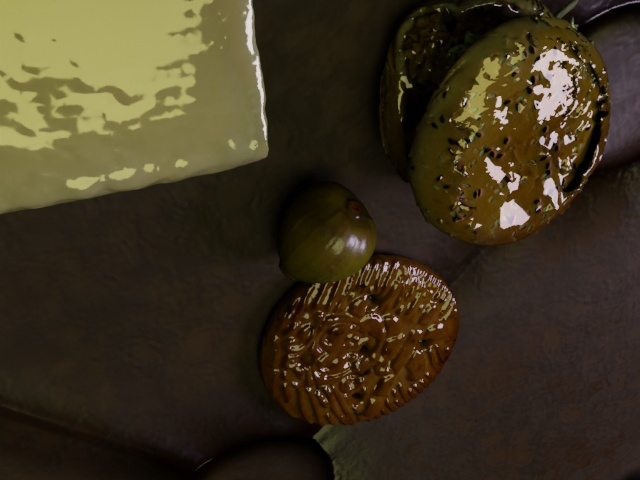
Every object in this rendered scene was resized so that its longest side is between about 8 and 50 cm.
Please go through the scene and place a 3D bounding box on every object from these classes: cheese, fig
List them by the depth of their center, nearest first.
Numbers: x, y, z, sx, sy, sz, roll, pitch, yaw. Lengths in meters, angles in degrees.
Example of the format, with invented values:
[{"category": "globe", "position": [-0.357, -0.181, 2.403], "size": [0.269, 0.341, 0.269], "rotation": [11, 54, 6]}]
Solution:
[{"category": "cheese", "position": [-0.175, -0.138, 0.421], "size": [0.266, 0.124, 0.242], "rotation": [-11, 115, -12]}, {"category": "fig", "position": [0.000, 0.000, 0.612], "size": [0.074, 0.074, 0.088], "rotation": [22, 130, -30]}]

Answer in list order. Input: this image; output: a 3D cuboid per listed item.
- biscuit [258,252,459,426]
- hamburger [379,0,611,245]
[{"category": "biscuit", "position": [0.038, 0.093, 0.711], "size": [0.188, 0.027, 0.187], "rotation": [-9, 124, -13]}, {"category": "hamburger", "position": [0.130, -0.093, 0.571], "size": [0.177, 0.113, 0.185], "rotation": [28, 110, -31]}]
